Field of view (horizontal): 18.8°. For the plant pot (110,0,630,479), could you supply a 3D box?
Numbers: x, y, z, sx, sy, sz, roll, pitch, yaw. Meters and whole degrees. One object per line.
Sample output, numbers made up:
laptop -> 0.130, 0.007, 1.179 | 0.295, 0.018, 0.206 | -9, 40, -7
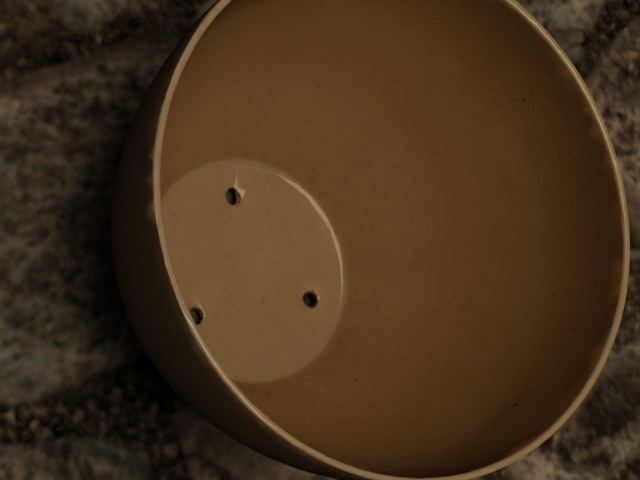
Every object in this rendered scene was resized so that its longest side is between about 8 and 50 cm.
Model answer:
plant pot -> 0.000, 0.000, 1.067 | 0.284, 0.191, 0.284 | 7, 76, -28
